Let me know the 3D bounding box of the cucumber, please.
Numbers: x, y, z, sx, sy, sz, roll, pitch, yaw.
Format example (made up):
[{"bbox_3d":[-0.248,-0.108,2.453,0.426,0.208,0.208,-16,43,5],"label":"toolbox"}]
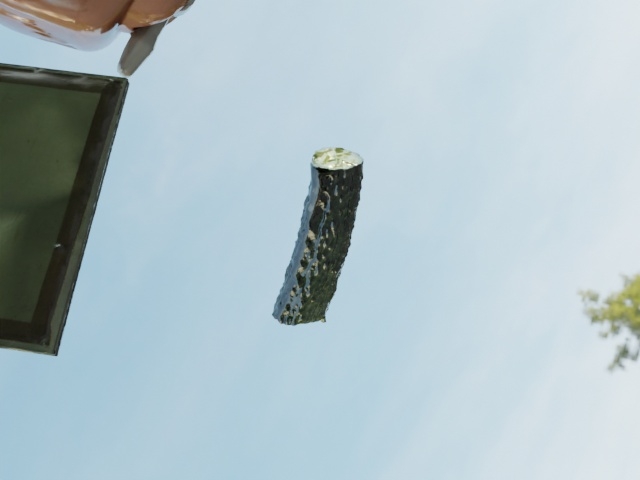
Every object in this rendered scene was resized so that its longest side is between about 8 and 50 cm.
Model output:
[{"bbox_3d":[0.001,0.000,0.970,0.058,0.058,0.187,-23,-41,-44],"label":"cucumber"}]

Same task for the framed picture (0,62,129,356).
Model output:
[{"bbox_3d":[-0.236,-0.031,0.585,0.010,0.231,0.173,79,-159,-68],"label":"framed picture"}]

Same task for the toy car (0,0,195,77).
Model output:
[{"bbox_3d":[-0.152,-0.252,0.679,0.212,0.180,0.270,30,-94,-11],"label":"toy car"}]
